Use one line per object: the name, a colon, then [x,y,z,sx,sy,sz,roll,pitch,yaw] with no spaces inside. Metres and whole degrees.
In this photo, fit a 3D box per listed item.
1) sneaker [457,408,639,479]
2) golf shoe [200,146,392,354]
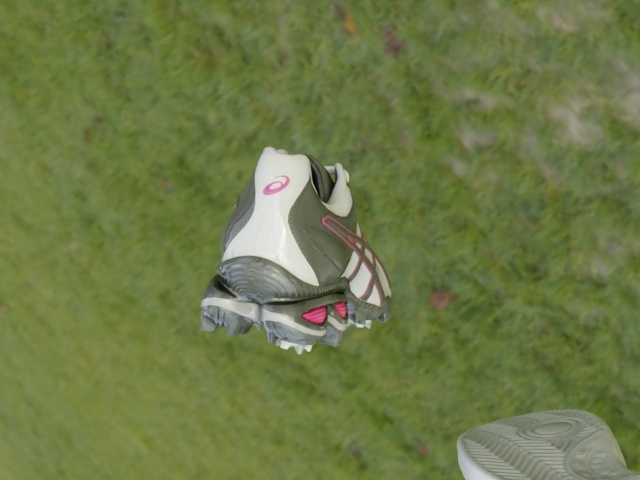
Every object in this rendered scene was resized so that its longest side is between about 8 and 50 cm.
sneaker: [0.200,0.236,1.005,0.350,0.131,0.148,-133,30,-77]
golf shoe: [0.000,0.000,0.894,0.105,0.120,0.273,10,-175,8]
